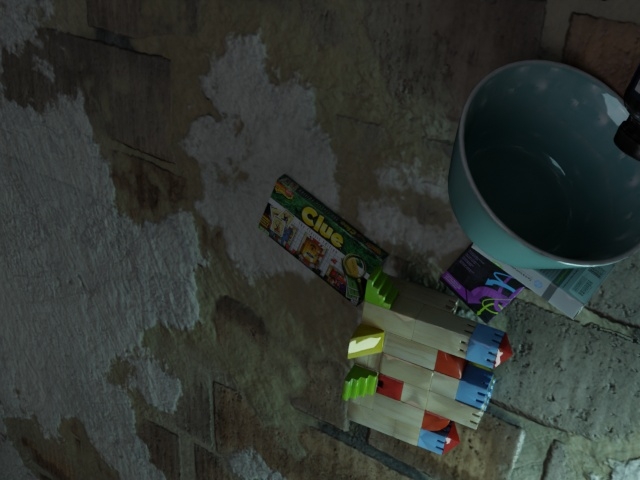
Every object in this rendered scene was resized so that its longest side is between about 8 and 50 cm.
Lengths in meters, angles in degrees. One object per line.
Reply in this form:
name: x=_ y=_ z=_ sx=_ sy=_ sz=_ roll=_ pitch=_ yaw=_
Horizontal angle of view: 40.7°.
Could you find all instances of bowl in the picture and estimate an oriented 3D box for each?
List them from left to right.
bowl: x=0.305 y=-0.083 z=1.225 sx=0.311 sy=0.311 sz=0.163 roll=50 pitch=152 yaw=5

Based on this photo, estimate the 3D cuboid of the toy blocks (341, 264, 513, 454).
toy blocks: x=0.197 y=0.236 z=1.548 sx=0.261 sy=0.190 sz=0.381 roll=19 pitch=127 yaw=17

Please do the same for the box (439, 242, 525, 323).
box: x=0.289 y=0.054 z=1.461 sx=0.116 sy=0.029 sz=0.162 roll=44 pitch=131 yaw=10

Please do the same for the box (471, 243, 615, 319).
box: x=0.343 y=0.024 z=1.325 sx=0.186 sy=0.145 sz=0.038 roll=37 pitch=130 yaw=15

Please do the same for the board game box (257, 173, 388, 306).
board game box: x=0.000 y=0.000 z=1.655 sx=0.260 sy=0.030 sz=0.136 roll=38 pitch=128 yaw=16

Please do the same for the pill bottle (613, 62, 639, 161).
pill bottle: x=0.469 y=-0.207 z=1.109 sx=0.123 sy=0.123 sz=0.219 roll=32 pitch=124 yaw=20
